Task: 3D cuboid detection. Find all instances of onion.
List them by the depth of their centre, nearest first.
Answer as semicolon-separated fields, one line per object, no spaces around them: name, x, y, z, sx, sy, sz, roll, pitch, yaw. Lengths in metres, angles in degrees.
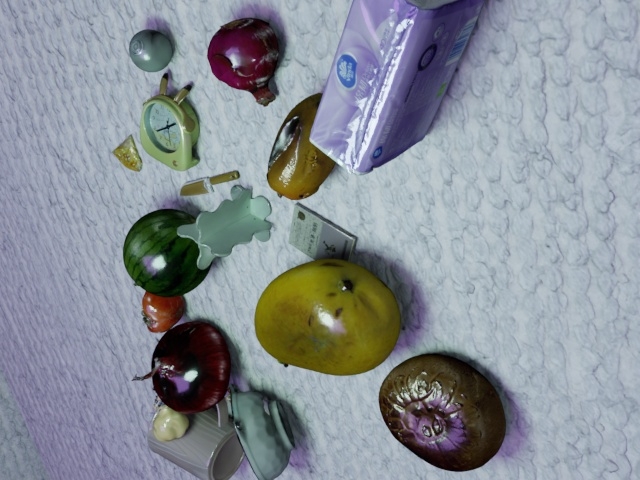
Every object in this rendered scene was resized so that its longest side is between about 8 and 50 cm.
onion;-0.165;-0.378;1.552;0.173;0.135;0.198;-3;114;44
onion;-0.400;0.368;2.082;0.273;0.285;0.272;-9;75;36

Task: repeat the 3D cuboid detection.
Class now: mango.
mango;-0.034;-0.201;1.542;0.156;0.151;0.248;-111;34;-51
mango;0.001;0.194;1.692;0.301;0.220;0.445;47;145;-10

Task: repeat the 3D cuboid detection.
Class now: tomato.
tomato;-0.466;0.204;2.146;0.091;0.139;0.159;4;120;25

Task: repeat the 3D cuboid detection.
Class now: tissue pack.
tissue pack;0.130;-0.309;1.268;0.160;0.242;0.338;38;133;20

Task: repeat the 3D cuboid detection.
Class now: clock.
clock;-0.381;-0.304;1.825;0.170;0.069;0.231;32;130;23

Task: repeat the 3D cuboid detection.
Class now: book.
book;0.000;0.000;1.717;0.182;0.014;0.127;32;132;22

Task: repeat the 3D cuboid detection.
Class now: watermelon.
watermelon;-0.413;0.035;1.928;0.242;0.242;0.242;20;126;31

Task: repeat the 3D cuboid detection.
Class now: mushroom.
mushroom;0.269;0.395;1.615;0.297;0.163;0.278;24;127;27

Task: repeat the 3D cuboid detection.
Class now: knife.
knife;-0.300;-0.143;1.882;0.256;0.022;0.046;-8;112;43

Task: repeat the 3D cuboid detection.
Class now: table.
table;-0.238;-0.029;1.769;0.167;0.198;0.166;21;126;31

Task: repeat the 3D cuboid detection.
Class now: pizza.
pizza;-0.553;-0.256;2.027;0.123;0.026;0.108;32;129;23

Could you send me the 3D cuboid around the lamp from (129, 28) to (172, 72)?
lamp;-0.414;-0.462;1.735;0.105;0.105;0.105;20;126;31

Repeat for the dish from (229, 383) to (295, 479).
dish;-0.154;0.544;2.042;0.303;0.120;0.302;158;90;-90

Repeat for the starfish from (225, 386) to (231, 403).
starfish;-0.235;0.553;2.155;0.240;0.043;0.227;62;-173;-46

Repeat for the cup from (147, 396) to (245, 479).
cup;-0.378;0.602;2.278;0.273;0.208;0.288;21;84;29

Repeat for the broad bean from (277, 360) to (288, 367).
broad bean;-0.095;0.264;1.925;0.070;0.048;0.213;27;127;32

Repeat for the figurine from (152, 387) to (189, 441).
figurine;-0.471;0.516;2.170;0.114;0.108;0.196;-49;52;30
